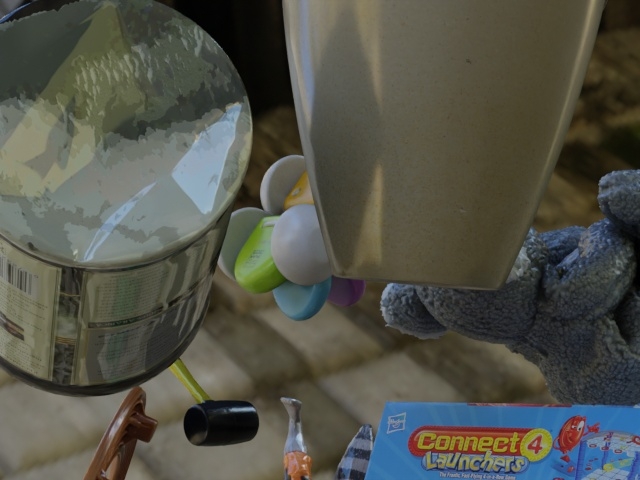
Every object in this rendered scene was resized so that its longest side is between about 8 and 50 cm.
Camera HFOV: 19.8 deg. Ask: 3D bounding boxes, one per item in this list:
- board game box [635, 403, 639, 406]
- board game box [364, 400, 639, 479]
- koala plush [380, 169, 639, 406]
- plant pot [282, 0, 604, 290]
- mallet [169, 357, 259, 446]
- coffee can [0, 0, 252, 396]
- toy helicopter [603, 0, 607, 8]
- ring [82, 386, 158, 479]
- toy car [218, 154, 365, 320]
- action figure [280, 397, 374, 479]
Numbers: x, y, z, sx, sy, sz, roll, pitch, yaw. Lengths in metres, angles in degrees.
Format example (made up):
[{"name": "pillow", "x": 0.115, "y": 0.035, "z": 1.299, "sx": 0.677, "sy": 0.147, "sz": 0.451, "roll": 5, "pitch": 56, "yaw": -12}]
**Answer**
[{"name": "board game box", "x": 0.283, "y": 0.215, "z": 1.718, "sx": 0.026, "sy": 0.103, "sz": 0.154, "roll": 7, "pitch": -63, "yaw": -11}, {"name": "board game box", "x": 0.240, "y": 0.231, "z": 1.464, "sx": 0.308, "sy": 0.302, "sz": 0.086, "roll": 44, "pitch": -126, "yaw": -45}, {"name": "koala plush", "x": 0.176, "y": 0.041, "z": 1.568, "sx": 0.221, "sy": 0.203, "sz": 0.196, "roll": 12, "pitch": -26, "yaw": -21}, {"name": "plant pot", "x": 0.085, "y": -0.103, "z": 1.367, "sx": 0.256, "sy": 0.256, "sz": 0.274, "roll": 6, "pitch": -93, "yaw": -47}, {"name": "mallet", "x": -0.118, "y": 0.115, "z": 1.625, "sx": 0.062, "sy": 0.189, "sz": 0.039, "roll": 6, "pitch": -59, "yaw": -36}, {"name": "coffee can", "x": -0.163, "y": -0.024, "z": 1.311, "sx": 0.201, "sy": 0.201, "sz": 0.275, "roll": -34, "pitch": -13, "yaw": -21}, {"name": "toy helicopter", "x": 0.259, "y": -0.331, "z": 1.741, "sx": 0.140, "sy": 0.355, "sz": 0.235, "roll": 13, "pitch": -57, "yaw": -4}, {"name": "ring", "x": -0.203, "y": 0.283, "z": 1.533, "sx": 0.336, "sy": 0.032, "sz": 0.336, "roll": 22, "pitch": -90, "yaw": -89}, {"name": "toy car", "x": 0.000, "y": 0.000, "z": 1.756, "sx": 0.182, "sy": 0.159, "sz": 0.136, "roll": -50, "pitch": -65, "yaw": -26}, {"name": "action figure", "x": 0.066, "y": 0.376, "z": 2.147, "sx": 0.178, "sy": 0.341, "sz": 0.330, "roll": 125, "pitch": 157, "yaw": -78}]
